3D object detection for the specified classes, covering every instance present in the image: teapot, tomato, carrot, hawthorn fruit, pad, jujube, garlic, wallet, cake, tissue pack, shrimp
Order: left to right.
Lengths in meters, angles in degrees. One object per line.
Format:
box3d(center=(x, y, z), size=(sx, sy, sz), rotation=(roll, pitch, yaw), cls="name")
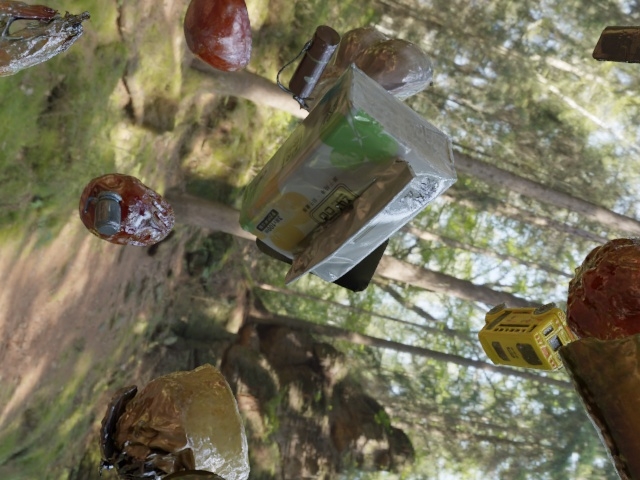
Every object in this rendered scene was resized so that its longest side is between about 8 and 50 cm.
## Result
box3d(center=(-0.394, -0.278, 0.785), size=(0.042, 0.190, 0.101), rotation=(12, -56, 53), cls="shrimp")
box3d(center=(-0.425, -0.052, 1.171), size=(0.049, 0.064, 0.083), rotation=(62, 16, -58), cls="teapot")
box3d(center=(-0.419, -0.060, 1.315), size=(0.230, 0.155, 0.155), rotation=(38, 62, -67), cls="jujube")
box3d(center=(-0.368, 0.484, 1.424), size=(0.332, 0.321, 0.332), rotation=(30, -56, 56), cls="cake")
box3d(center=(-0.186, -0.364, 1.020), size=(0.139, 0.091, 0.159), rotation=(45, -38, 33), cls="tomato")
box3d(center=(0.000, 0.000, 1.268), size=(0.004, 0.267, 0.181), rotation=(-61, 174, -58), cls="pad")
box3d(center=(0.023, -0.053, 0.698), size=(0.229, 0.159, 0.145), rotation=(-43, -155, 36), cls="tissue pack")
box3d(center=(0.099, -0.307, 1.205), size=(0.292, 0.210, 0.237), rotation=(-29, 149, -50), cls="garlic")
box3d(center=(0.655, -0.419, 1.269), size=(0.082, 0.018, 0.157), rotation=(-67, -152, 10), cls="wallet")
box3d(center=(0.426, 0.081, 0.800), size=(0.173, 0.179, 0.173), rotation=(1, 90, -69), cls="hawthorn fruit")
box3d(center=(0.355, 0.232, 0.597), size=(0.114, 0.114, 0.301), rotation=(-46, -123, 50), cls="carrot")

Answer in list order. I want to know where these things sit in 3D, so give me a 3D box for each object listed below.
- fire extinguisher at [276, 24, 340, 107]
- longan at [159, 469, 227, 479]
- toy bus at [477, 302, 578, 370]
box3d(center=(-0.025, -0.287, 0.992), size=(0.157, 0.078, 0.045), rotation=(129, -29, -52), cls="fire extinguisher")
box3d(center=(-0.255, 0.620, 1.122), size=(0.288, 0.289, 0.350), rotation=(-47, -144, 49), cls="longan")
box3d(center=(0.546, 0.266, 1.616), size=(0.152, 0.144, 0.330), rotation=(-33, -178, -17), cls="toy bus")
